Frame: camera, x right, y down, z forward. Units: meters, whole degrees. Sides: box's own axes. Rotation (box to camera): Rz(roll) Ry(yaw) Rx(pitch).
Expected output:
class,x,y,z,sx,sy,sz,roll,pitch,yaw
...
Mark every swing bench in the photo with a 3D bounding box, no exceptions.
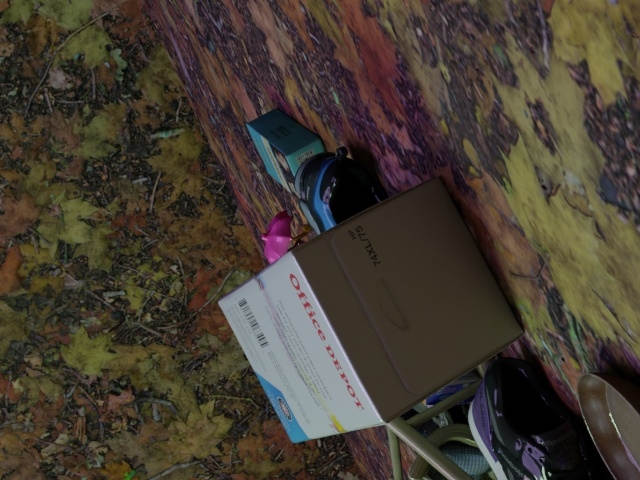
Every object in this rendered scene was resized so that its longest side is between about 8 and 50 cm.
class,x,y,z,sx,sy,sz,roll,pitch,yaw
swing bench,0.205,0.313,1.360,0.255,0.165,0.253,57,170,29

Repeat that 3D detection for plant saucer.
class,x,y,z,sx,sy,sz,roll,pitch,yaw
plant saucer,0.278,0.181,0.970,0.168,0.029,0.168,60,172,14

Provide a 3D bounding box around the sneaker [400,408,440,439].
class,x,y,z,sx,sy,sz,roll,pitch,yaw
sneaker,0.178,0.304,1.843,0.087,0.083,0.221,49,177,-1

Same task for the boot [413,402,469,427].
class,x,y,z,sx,sy,sz,roll,pitch,yaw
boot,0.147,0.182,1.645,0.161,0.083,0.246,37,160,56

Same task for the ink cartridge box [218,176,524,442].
class,x,y,z,sx,sy,sz,roll,pitch,yaw
ink cartridge box,0.046,0.085,1.265,0.198,0.197,0.270,62,155,2

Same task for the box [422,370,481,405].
class,x,y,z,sx,sy,sz,roll,pitch,yaw
box,0.155,0.180,1.508,0.136,0.081,0.028,-141,46,-66

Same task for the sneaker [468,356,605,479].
class,x,y,z,sx,sy,sz,roll,pitch,yaw
sneaker,0.241,0.249,1.167,0.283,0.107,0.124,58,164,28

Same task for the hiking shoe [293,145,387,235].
class,x,y,z,sx,sy,sz,roll,pitch,yaw
hiking shoe,0.062,0.026,1.485,0.304,0.113,0.132,60,167,-9

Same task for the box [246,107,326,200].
class,x,y,z,sx,sy,sz,roll,pitch,yaw
box,-0.043,-0.130,1.791,0.101,0.060,0.244,66,171,-23

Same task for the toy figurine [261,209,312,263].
class,x,y,z,sx,sy,sz,roll,pitch,yaw
toy figurine,0.000,0.000,1.609,0.173,0.159,0.130,63,172,-9
